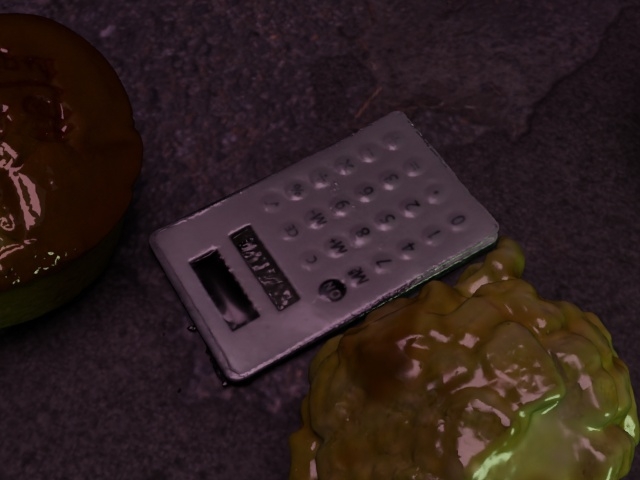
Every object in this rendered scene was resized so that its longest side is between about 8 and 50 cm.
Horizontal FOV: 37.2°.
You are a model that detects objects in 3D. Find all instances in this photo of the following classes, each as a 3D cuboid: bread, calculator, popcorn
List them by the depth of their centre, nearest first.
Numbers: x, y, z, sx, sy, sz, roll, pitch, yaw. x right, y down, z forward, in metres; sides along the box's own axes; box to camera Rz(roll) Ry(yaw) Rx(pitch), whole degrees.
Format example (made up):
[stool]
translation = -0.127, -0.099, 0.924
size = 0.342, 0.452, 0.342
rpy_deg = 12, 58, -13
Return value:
[popcorn]
translation = 0.084, 0.119, 0.619
size = 0.235, 0.181, 0.217
rpy_deg = -25, 67, 21
[bread]
translation = -0.275, -0.058, 0.730
size = 0.270, 0.148, 0.270
rpy_deg = 7, 60, -12
[calculator]
translation = 0.000, 0.000, 0.786
size = 0.261, 0.021, 0.161
rpy_deg = -28, 63, -15
